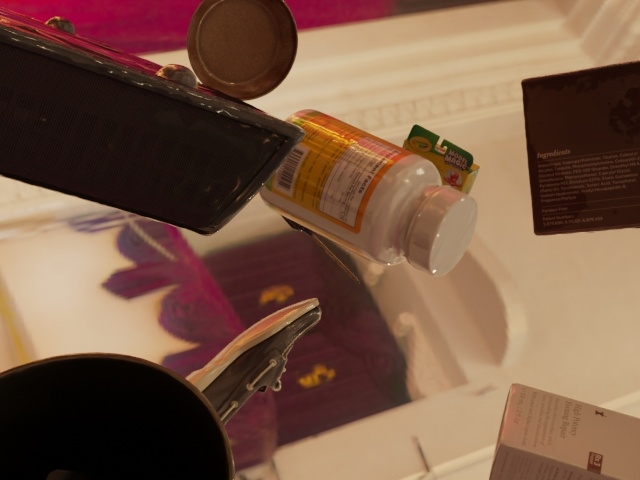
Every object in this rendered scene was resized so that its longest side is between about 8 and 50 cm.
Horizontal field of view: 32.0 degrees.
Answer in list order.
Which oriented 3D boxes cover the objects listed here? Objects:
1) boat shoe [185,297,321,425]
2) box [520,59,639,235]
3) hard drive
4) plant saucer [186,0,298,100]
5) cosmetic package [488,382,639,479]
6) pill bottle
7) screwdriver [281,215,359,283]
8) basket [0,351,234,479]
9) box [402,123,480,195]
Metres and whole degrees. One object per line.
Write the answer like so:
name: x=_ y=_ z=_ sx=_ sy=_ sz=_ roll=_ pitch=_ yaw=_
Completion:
boat shoe: x=-0.072 y=0.136 z=1.169 sx=0.065 sy=0.206 sz=0.075 roll=57 pitch=-25 yaw=-8
box: x=0.372 y=-0.112 z=1.431 sx=0.167 sy=0.168 sz=0.203 roll=-5 pitch=-90 yaw=34
hard drive: x=-0.127 y=-0.067 z=0.431 sx=0.255 sy=0.172 sz=0.054 roll=32 pitch=-76 yaw=61
plant saucer: x=-0.136 y=-0.337 z=1.893 sx=0.036 sy=0.199 sz=0.198 roll=-149 pitch=-130 yaw=-63
cosmetic package: x=0.313 y=0.253 z=1.255 sx=0.231 sy=0.117 sz=0.085 roll=14 pitch=-55 yaw=9
pill bottle: x=0.057 y=-0.053 z=1.323 sx=0.246 sy=0.136 sz=0.136 roll=27 pitch=-51 yaw=29
screwdriver: x=0.000 y=0.000 z=1.455 sx=0.170 sy=0.025 sz=0.024 roll=40 pitch=-30 yaw=28
basket: x=-0.146 y=0.184 z=0.608 sx=0.154 sy=0.204 sz=0.227 roll=47 pitch=-24 yaw=16
box: x=0.146 y=-0.064 z=1.522 sx=0.105 sy=0.043 sz=0.179 roll=32 pitch=-54 yaw=21
